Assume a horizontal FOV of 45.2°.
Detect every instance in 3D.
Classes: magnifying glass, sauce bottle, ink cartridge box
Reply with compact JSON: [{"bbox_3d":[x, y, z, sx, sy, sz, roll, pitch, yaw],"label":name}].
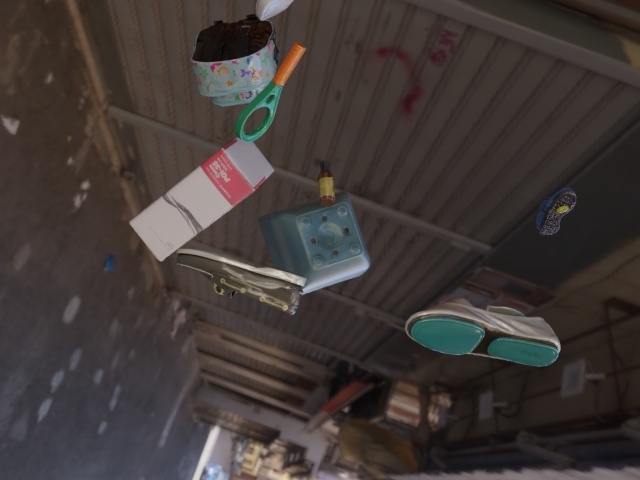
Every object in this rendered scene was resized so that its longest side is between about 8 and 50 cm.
[{"bbox_3d":[-0.100,-0.299,1.568,0.231,0.026,0.092,-57,156,19],"label":"magnifying glass"},{"bbox_3d":[0.015,-0.147,1.955,0.042,0.042,0.128,110,-18,-57],"label":"sauce bottle"},{"bbox_3d":[-0.262,-0.100,1.717,0.283,0.117,0.207,-35,-170,17],"label":"ink cartridge box"}]

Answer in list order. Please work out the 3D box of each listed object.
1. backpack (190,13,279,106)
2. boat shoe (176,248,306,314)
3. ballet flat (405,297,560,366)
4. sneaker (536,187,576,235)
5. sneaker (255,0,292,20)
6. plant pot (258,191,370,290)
[{"bbox_3d":[-0.219,-0.456,1.987,0.253,0.225,0.191,-88,170,-60],"label":"backpack"},{"bbox_3d":[-0.187,0.086,1.716,0.109,0.305,0.091,16,88,-81],"label":"boat shoe"},{"bbox_3d":[0.378,0.205,1.827,0.139,0.400,0.139,-167,-90,-75],"label":"ballet flat"},{"bbox_3d":[0.615,-0.095,2.032,0.209,0.069,0.082,92,-4,-63],"label":"sneaker"},{"bbox_3d":[-0.090,-0.528,1.507,0.080,0.094,0.212,-30,167,-33],"label":"sneaker"},{"bbox_3d":[0.000,0.000,2.064,0.252,0.248,0.247,148,-77,-76],"label":"plant pot"}]
